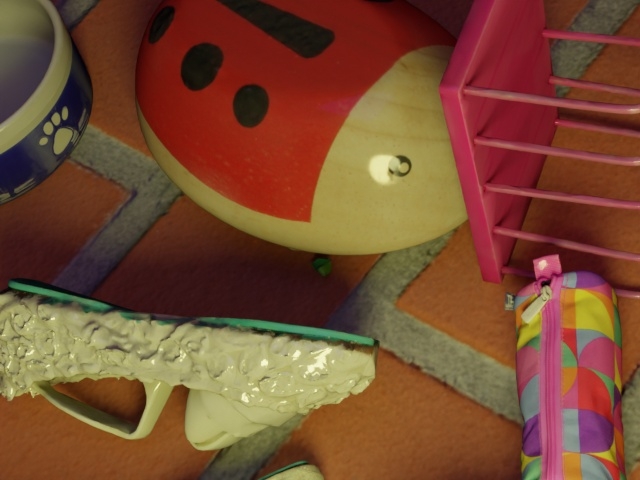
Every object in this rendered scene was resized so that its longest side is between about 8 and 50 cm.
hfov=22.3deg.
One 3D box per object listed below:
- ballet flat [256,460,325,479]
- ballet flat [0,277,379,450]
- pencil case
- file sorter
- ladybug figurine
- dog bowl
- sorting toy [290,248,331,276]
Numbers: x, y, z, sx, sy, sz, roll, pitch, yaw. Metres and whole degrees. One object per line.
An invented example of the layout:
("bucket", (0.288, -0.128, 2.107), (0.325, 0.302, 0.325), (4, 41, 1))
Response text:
("ballet flat", (-0.073, 0.245, 1.430), (0.168, 0.057, 0.052), (-23, 61, 1))
("ballet flat", (-0.132, 0.125, 1.510), (0.409, 0.147, 0.147), (8, 58, 26))
("pencil case", (0.210, 0.135, 1.389), (0.104, 0.104, 0.236), (-7, 54, 13))
("file sorter", (0.240, -0.107, 1.437), (0.182, 0.291, 0.202), (11, 59, 21))
("ladybug figurine", (-0.020, -0.156, 1.627), (0.449, 0.162, 0.305), (27, 63, 33))
("dog bowl", (-0.390, -0.161, 1.796), (0.265, 0.104, 0.265), (-9, 53, 12))
("sorting toy", (0.000, 0.000, 1.610), (0.062, 0.012, 0.083), (6, 55, 20))
